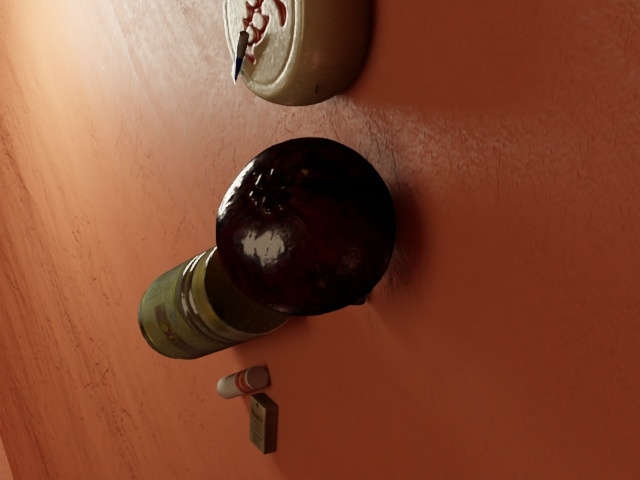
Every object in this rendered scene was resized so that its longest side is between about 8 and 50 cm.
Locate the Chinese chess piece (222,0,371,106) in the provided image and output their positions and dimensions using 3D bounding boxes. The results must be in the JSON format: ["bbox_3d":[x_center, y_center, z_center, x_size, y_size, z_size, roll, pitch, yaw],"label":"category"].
[{"bbox_3d":[-0.036,-0.309,1.708,0.273,0.102,0.273,27,121,57],"label":"Chinese chess piece"}]

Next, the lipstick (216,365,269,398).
[{"bbox_3d":[-0.126,0.229,2.085,0.131,0.038,0.038,-27,73,60],"label":"lipstick"}]

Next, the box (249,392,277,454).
[{"bbox_3d":[-0.091,0.290,2.054,0.053,0.024,0.083,35,126,53],"label":"box"}]

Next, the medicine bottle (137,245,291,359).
[{"bbox_3d":[-0.167,0.096,2.007,0.322,0.151,0.151,-25,75,61],"label":"medicine bottle"}]

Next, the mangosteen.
[{"bbox_3d":[0.000,0.000,1.656,0.261,0.235,0.235,48,-177,-47],"label":"mangosteen"}]

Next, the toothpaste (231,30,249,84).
[{"bbox_3d":[-0.109,-0.246,1.740,0.083,0.015,0.024,111,150,-50],"label":"toothpaste"}]
